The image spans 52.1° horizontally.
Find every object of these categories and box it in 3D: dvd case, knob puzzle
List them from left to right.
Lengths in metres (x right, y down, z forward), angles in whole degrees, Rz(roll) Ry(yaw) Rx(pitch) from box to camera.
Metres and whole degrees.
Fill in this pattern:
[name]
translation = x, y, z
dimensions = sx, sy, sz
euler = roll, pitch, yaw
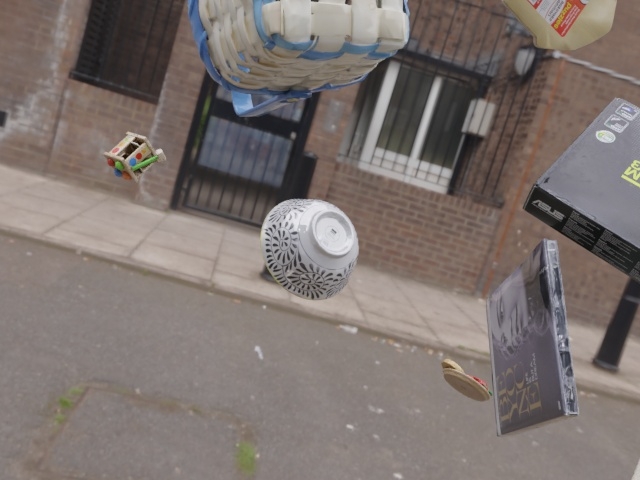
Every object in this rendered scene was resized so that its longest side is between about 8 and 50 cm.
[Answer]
[dvd case]
translation = 0.214, 0.114, 0.692
dimensions = 0.018, 0.165, 0.221
euler = 0, -21, 0
[knob puzzle]
translation = 0.386, -0.384, 1.016
dimensions = 0.213, 0.213, 0.030
euler = 14, 13, -26

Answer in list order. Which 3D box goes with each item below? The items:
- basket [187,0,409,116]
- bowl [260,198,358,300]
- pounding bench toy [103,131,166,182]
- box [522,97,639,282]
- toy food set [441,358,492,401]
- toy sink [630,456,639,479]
[basket]
translation = -0.036, -0.254, 0.648
dimensions = 0.201, 0.255, 0.289
euler = -8, 12, -28
[bowl]
translation = 0.000, 0.000, 1.006
dimensions = 0.170, 0.170, 0.080
euler = 13, -27, -27
[pounding bench toy]
translation = -0.298, -0.129, 1.060
dimensions = 0.083, 0.065, 0.052
euler = 19, -32, 36
[box]
translation = 0.328, -0.041, 0.642
dimensions = 0.190, 0.045, 0.184
euler = 38, 56, 21
[toy food set]
translation = 0.220, 0.215, 0.989
dimensions = 0.083, 0.020, 0.083
euler = 23, -24, 34
[toy sink]
translation = 0.342, 0.294, 0.565
dimensions = 0.152, 0.131, 0.234
euler = 8, 35, 37
